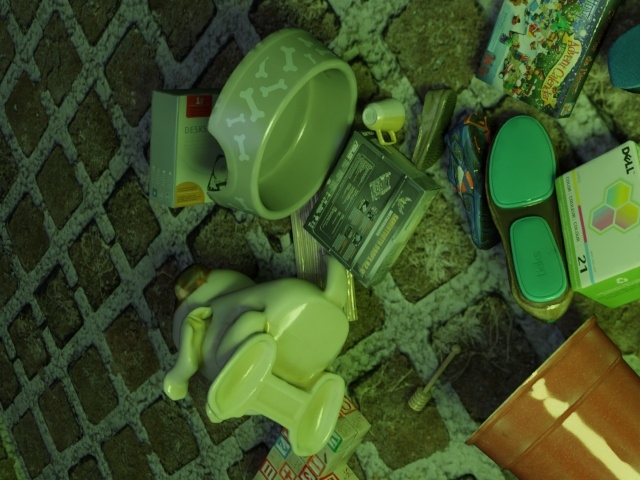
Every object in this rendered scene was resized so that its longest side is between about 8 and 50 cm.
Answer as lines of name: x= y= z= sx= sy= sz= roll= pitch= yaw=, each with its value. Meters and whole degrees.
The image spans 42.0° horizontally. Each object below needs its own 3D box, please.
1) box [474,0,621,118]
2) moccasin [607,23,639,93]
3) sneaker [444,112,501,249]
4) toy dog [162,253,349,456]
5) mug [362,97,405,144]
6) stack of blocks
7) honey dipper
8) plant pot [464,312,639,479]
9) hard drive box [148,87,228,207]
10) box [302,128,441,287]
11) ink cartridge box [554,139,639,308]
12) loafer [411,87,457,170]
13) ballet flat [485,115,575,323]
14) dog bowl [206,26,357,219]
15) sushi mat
box: x=0.344 y=-0.321 z=1.248 sx=0.159 sy=0.044 sz=0.233 roll=36 pitch=122 yaw=33
moccasin: x=0.533 y=-0.267 z=1.039 sx=0.342 sy=0.116 sz=0.138 roll=-4 pitch=84 yaw=49
sneaker: x=0.256 y=-0.094 z=1.370 sx=0.087 sy=0.083 sz=0.221 roll=-9 pitch=87 yaw=57
toy dog: x=-0.154 y=0.173 z=1.638 sx=0.408 sy=0.284 sz=0.395 roll=16 pitch=83 yaw=53
mug: x=0.112 y=-0.215 z=1.477 sx=0.078 sy=0.064 sz=0.062 roll=53 pitch=129 yaw=22
stack of blocks: x=-0.009 y=0.458 z=1.720 sx=0.171 sy=0.087 sz=0.297 roll=45 pitch=126 yaw=27
honey dipper: x=0.211 y=0.246 z=1.510 sx=0.030 sy=0.030 sz=0.161 roll=47 pitch=123 yaw=26
plant pot: x=0.397 y=0.294 z=1.199 sx=0.265 sy=0.272 sz=0.272 roll=46 pitch=127 yaw=17
hard drive box: x=-0.262 y=-0.198 z=1.755 sx=0.089 sy=0.181 sz=0.232 roll=19 pitch=112 yaw=39
box: x=0.088 y=-0.059 z=1.525 sx=0.183 sy=0.056 sz=0.231 roll=43 pitch=122 yaw=24
ink cartridge box: x=0.457 y=-0.045 z=1.116 sx=0.255 sy=0.097 sz=0.189 roll=-31 pitch=49 yaw=43
loafer: x=0.188 y=-0.191 z=1.421 sx=0.050 sy=0.056 sz=0.148 roll=31 pitch=109 yaw=36
ballet flat: x=0.320 y=-0.025 z=1.263 sx=0.116 sy=0.124 sz=0.342 roll=-11 pitch=57 yaw=11
dog bowl: x=-0.059 y=-0.192 z=1.468 sx=0.102 sy=0.348 sz=0.349 roll=30 pitch=119 yaw=22
sushi mat: x=0.000 y=0.000 z=1.662 sx=0.151 sy=0.019 sz=0.317 roll=1 pitch=100 yaw=44
